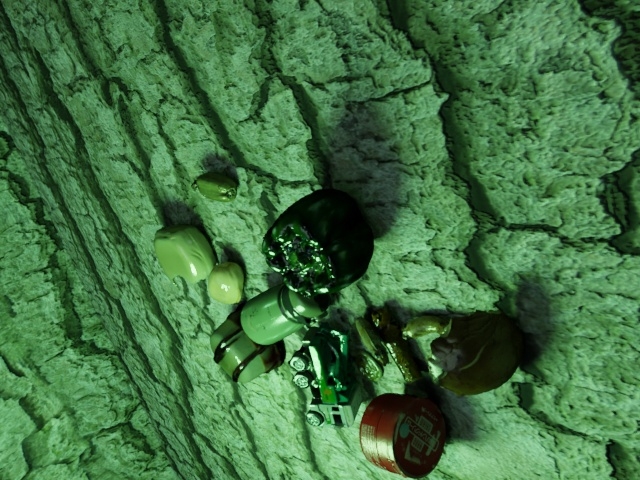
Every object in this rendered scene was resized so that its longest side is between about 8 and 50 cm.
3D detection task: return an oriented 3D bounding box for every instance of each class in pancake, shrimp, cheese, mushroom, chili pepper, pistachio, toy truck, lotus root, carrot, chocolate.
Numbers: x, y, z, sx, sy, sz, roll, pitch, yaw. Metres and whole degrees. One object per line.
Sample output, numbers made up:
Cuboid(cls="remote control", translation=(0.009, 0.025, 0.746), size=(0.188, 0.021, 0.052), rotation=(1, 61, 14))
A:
Cuboid(cls="pancake", translation=(0.148, 0.389, 1.845), size=(0.108, 0.017, 0.108), rotation=(31, 138, 32))
Cuboid(cls="shrimp", translation=(0.155, 0.295, 1.680), size=(0.126, 0.048, 0.223), rotation=(58, 180, -29))
Cuboid(cls="cheese", translation=(-0.507, 0.052, 2.218), size=(0.266, 0.127, 0.233), rotation=(8, 121, 45))
Cuboid(cls="mushroom", translation=(0.325, 0.228, 1.449), size=(0.302, 0.233, 0.208), rotation=(44, -175, 34))
Cuboid(cls="chili pepper", translation=(0.000, 0.000, 1.551), size=(0.233, 0.257, 0.248), rotation=(-16, 105, 45))
Cuboid(cls="pistachio", translation=(-0.335, 0.159, 2.114), size=(0.145, 0.117, 0.200), rotation=(55, 143, 27))
Cuboid(cls="toy truck", translation=(0.025, 0.422, 1.872), size=(0.178, 0.176, 0.363), rotation=(2, 118, 22))
Cuboid(cls="lotus root", translation=(-0.341, -0.175, 1.927), size=(0.183, 0.077, 0.090), rotation=(14, 118, 38))
Cuboid(cls="carrot", translation=(0.213, 0.294, 1.674), size=(0.069, 0.069, 0.228), rotation=(-18, 103, 50))
Cuboid(cls="chocolate", translation=(-0.284, 0.392, 2.167), size=(0.284, 0.186, 0.283), rotation=(25, 131, 33))

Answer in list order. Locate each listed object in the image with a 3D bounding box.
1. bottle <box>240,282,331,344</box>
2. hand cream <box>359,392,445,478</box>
Cuboid(cls="bottle", translation=(-0.103, 0.212, 1.877), size=(0.347, 0.168, 0.168), rotation=(-31, 91, 47))
Cuboid(cls="hand cream", translation=(0.231, 0.550, 1.702), size=(0.149, 0.230, 0.230), rotation=(-11, 107, 50))
